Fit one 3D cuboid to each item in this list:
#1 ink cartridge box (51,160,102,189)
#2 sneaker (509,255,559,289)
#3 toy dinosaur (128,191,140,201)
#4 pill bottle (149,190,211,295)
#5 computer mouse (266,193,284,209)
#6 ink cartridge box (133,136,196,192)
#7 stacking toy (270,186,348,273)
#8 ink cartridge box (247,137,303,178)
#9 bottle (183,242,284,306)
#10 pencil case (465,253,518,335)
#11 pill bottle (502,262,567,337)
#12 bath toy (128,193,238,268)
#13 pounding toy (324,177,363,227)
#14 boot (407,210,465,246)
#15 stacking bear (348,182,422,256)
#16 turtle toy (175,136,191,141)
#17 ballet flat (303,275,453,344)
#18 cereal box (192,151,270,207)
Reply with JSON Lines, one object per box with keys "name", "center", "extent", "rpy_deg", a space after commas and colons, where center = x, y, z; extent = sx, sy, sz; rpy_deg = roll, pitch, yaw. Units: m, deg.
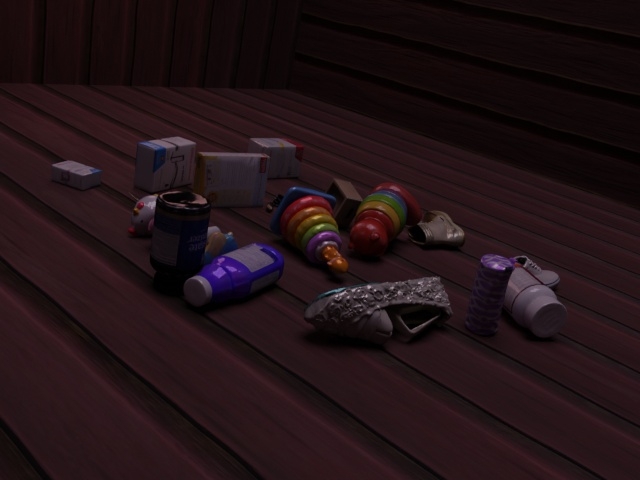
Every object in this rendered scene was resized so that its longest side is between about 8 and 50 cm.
{"name": "ink cartridge box", "center": [-0.755, -0.202, 2.093], "extent": [0.122, 0.052, 0.088], "rpy_deg": [19, 22, 17]}
{"name": "sneaker", "center": [0.601, 0.095, 1.975], "extent": [0.258, 0.091, 0.094], "rpy_deg": [0, 23, -27]}
{"name": "toy dinosaur", "center": [-0.475, -0.097, 1.993], "extent": [0.183, 0.053, 0.092], "rpy_deg": [12, 4, -21]}
{"name": "pill bottle", "center": [-0.321, 0.007, 1.536], "extent": [0.123, 0.219, 0.123], "rpy_deg": [10, 21, -4]}
{"name": "computer mouse", "center": [-0.081, -0.100, 2.169], "extent": [0.184, 0.060, 0.262], "rpy_deg": [10, 20, -7]}
{"name": "ink cartridge box", "center": [-0.505, -0.250, 2.211], "extent": [0.086, 0.148, 0.203], "rpy_deg": [20, 22, 24]}
{"name": "stacking toy", "center": [0.000, 0.000, 1.862], "extent": [0.175, 0.166, 0.302], "rpy_deg": [11, 29, -36]}
{"name": "ink cartridge box", "center": [-0.177, -0.316, 2.584], "extent": [0.176, 0.128, 0.127], "rpy_deg": [-7, 27, -41]}
{"name": "bottle", "center": [-0.202, 0.082, 1.583], "extent": [0.118, 0.092, 0.283], "rpy_deg": [23, 23, 24]}
{"name": "pencil case", "center": [0.409, 0.130, 1.630], "extent": [0.088, 0.206, 0.086], "rpy_deg": [-5, 32, -25]}
{"name": "pill bottle", "center": [0.532, 0.152, 1.747], "extent": [0.121, 0.121, 0.221], "rpy_deg": [5, 22, -18]}
{"name": "bath toy", "center": [-0.372, -0.025, 1.738], "extent": [0.348, 0.151, 0.129], "rpy_deg": [24, 54, 35]}
{"name": "pounding toy", "center": [0.065, -0.113, 2.200], "extent": [0.100, 0.141, 0.130], "rpy_deg": [9, 35, -36]}
{"name": "boot", "center": [0.355, -0.041, 2.227], "extent": [0.165, 0.077, 0.213], "rpy_deg": [-1, 27, -25]}
{"name": "stacking bear", "center": [0.174, -0.048, 2.037], "extent": [0.175, 0.164, 0.289], "rpy_deg": [-15, 20, 29]}
{"name": "turtle toy", "center": [-0.555, -0.352, 2.567], "extent": [0.130, 0.066, 0.095], "rpy_deg": [15, 21, 11]}
{"name": "ballet flat", "center": [0.155, 0.162, 1.529], "extent": [0.409, 0.147, 0.147], "rpy_deg": [-7, 27, -38]}
{"name": "cereal box", "center": [-0.282, -0.191, 2.144], "extent": [0.240, 0.173, 0.047], "rpy_deg": [-3, 24, -35]}
